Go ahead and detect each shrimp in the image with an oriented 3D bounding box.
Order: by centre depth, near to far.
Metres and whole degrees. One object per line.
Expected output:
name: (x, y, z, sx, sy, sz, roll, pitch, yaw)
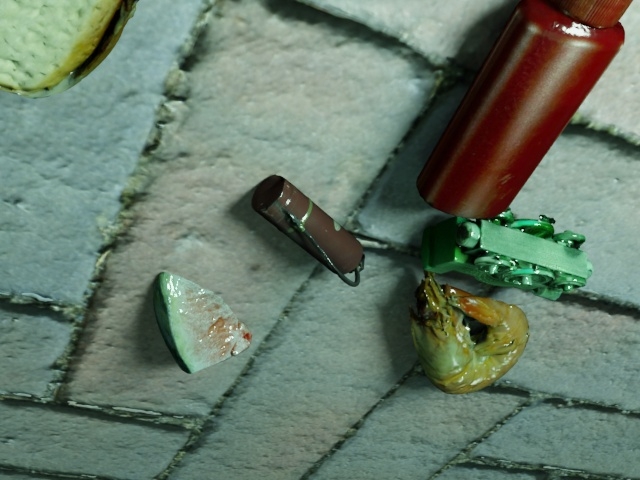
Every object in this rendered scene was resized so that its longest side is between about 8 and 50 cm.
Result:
shrimp: (0.176, 0.110, 0.924, 0.145, 0.061, 0.267, -28, 132, 11)

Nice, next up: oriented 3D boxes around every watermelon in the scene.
watermelon: (-0.142, 0.105, 0.886, 0.094, 0.081, 0.180, -38, 142, -3)

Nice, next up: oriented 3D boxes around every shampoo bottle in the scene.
shampoo bottle: (0.176, -0.128, 0.643, 0.102, 0.064, 0.260, 3, 138, -22)

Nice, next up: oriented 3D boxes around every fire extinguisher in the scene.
fire extinguisher: (0.000, 0.000, 0.763, 0.045, 0.078, 0.157, -34, 128, 21)

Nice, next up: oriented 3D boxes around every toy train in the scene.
toy train: (0.201, 0.018, 0.804, 0.178, 0.071, 0.104, 15, 160, -28)

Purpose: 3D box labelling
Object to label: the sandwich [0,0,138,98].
sandwich: (-0.196, -0.243, 0.438, 0.271, 0.099, 0.301, 24, 128, -37)
